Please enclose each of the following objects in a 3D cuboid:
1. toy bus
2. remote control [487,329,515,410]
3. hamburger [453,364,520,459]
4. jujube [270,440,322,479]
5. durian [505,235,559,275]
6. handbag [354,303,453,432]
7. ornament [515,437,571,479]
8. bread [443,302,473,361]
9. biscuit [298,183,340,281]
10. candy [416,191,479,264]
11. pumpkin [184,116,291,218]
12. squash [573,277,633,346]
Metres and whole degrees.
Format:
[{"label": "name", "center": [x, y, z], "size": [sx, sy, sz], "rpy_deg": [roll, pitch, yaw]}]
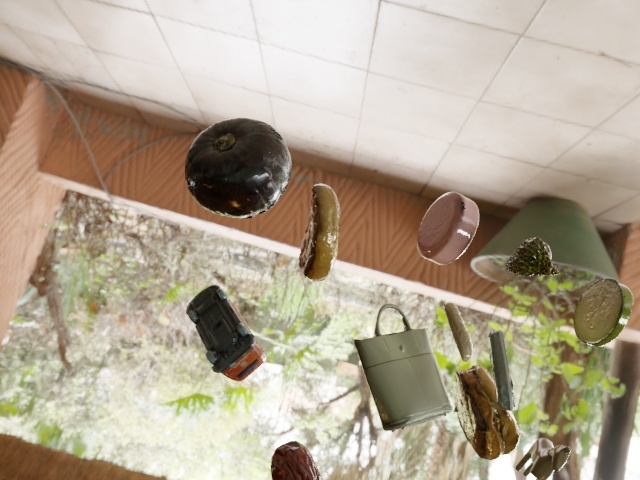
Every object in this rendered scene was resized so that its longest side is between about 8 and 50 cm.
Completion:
[{"label": "toy bus", "center": [-0.235, 0.227, 1.337], "size": [0.265, 0.121, 0.120], "rpy_deg": [44, 173, 47]}, {"label": "remote control", "center": [0.517, 0.367, 1.541], "size": [0.052, 0.247, 0.104], "rpy_deg": [-6, 134, 14]}, {"label": "hamburger", "center": [0.576, 0.602, 1.903], "size": [0.174, 0.305, 0.284], "rpy_deg": [-21, 133, 0]}, {"label": "jujube", "center": [-0.083, 0.842, 1.898], "size": [0.174, 0.251, 0.174], "rpy_deg": [-18, 153, -9]}, {"label": "durian", "center": [0.615, 0.041, 1.600], "size": [0.118, 0.108, 0.187], "rpy_deg": [-1, -172, -1]}, {"label": "handbag", "center": [0.208, 0.324, 1.412], "size": [0.241, 0.316, 0.109], "rpy_deg": [-4, 153, -30]}, {"label": "ornament", "center": [0.750, 0.744, 1.808], "size": [0.061, 0.245, 0.230], "rpy_deg": [33, -164, 11]}, {"label": "bread", "center": [0.464, 0.300, 1.793], "size": [0.053, 0.214, 0.073], "rpy_deg": [-22, 146, 12]}, {"label": "biscuit", "center": [0.001, 0.000, 1.471], "size": [0.091, 0.213, 0.274], "rpy_deg": [6, 133, -12]}, {"label": "candy", "center": [0.422, -0.043, 1.784], "size": [0.094, 0.255, 0.255], "rpy_deg": [25, 168, -17]}, {"label": "pumpkin", "center": [-0.176, -0.155, 1.141], "size": [0.233, 0.233, 0.163], "rpy_deg": [12, 152, 24]}, {"label": "squash", "center": [0.876, 0.227, 1.679], "size": [0.041, 0.219, 0.219], "rpy_deg": [22, 170, -7]}]
